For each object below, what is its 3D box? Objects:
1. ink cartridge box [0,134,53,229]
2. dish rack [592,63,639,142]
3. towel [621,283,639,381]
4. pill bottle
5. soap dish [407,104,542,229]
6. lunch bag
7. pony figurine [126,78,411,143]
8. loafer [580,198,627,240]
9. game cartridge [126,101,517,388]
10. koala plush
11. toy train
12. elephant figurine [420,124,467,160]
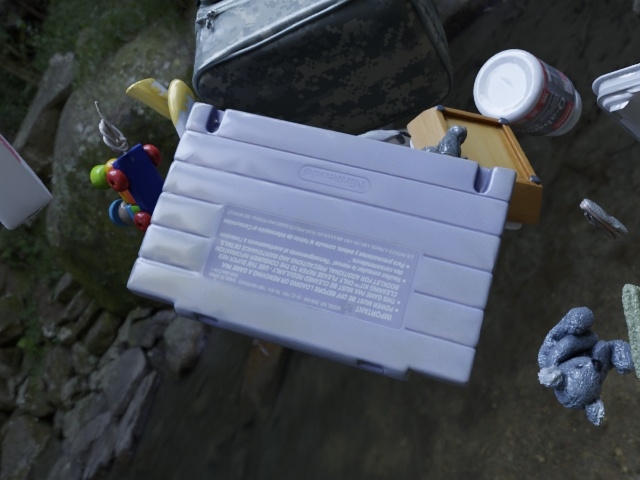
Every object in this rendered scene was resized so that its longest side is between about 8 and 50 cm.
[{"bbox_3d":[-0.557,-0.119,1.073,0.092,0.158,0.218,-42,28,-16],"label":"ink cartridge box"},{"bbox_3d":[0.771,-0.265,1.314,0.285,0.333,0.072,-7,61,57],"label":"dish rack"},{"bbox_3d":[0.494,0.142,0.954,0.027,0.110,0.148,-13,75,38],"label":"towel"},{"bbox_3d":[0.637,-0.428,1.875,0.210,0.363,0.210,-3,86,43],"label":"pill bottle"},{"bbox_3d":[0.322,-0.162,1.309,0.291,0.229,0.118,-98,22,-46],"label":"soap dish"},{"bbox_3d":[-0.005,-0.282,0.795,0.305,0.212,0.256,-17,54,23],"label":"lunch bag"},{"bbox_3d":[-0.082,-0.153,1.025,0.351,0.363,0.303,-32,2,-32],"label":"pony figurine"},{"bbox_3d":[0.560,-0.037,1.245,0.039,0.125,0.045,-47,25,33],"label":"loafer"},{"bbox_3d":[0.000,0.000,0.645,0.068,0.355,0.230,55,-130,-76],"label":"game cartridge"},{"bbox_3d":[0.595,0.311,1.440,0.203,0.196,0.221,-51,-1,35],"label":"koala plush"},{"bbox_3d":[-0.363,-0.127,1.114,0.143,0.248,0.105,-4,34,41],"label":"toy train"},{"bbox_3d":[0.208,-0.091,1.109,0.186,0.169,0.239,-29,2,18],"label":"elephant figurine"}]
